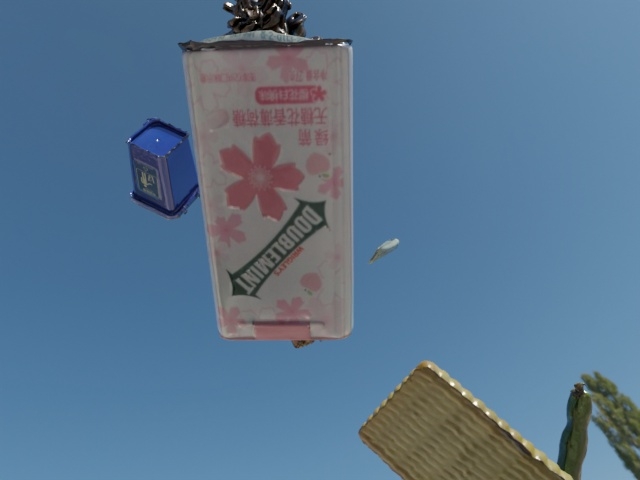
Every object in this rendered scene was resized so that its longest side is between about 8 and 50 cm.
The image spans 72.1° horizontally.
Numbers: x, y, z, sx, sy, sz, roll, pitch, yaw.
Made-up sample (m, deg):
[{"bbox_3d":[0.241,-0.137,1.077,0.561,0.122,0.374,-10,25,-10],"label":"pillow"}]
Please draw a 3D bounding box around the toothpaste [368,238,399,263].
[{"bbox_3d":[0.199,0.025,1.347,0.216,0.037,0.062,-24,-35,-59],"label":"toothpaste"}]

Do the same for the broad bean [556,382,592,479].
[{"bbox_3d":[0.471,0.389,0.822,0.065,0.046,0.255,10,-90,-46],"label":"broad bean"}]

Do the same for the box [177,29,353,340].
[{"bbox_3d":[-0.052,-0.058,0.549,0.190,0.112,0.370,0,-70,1],"label":"box"}]

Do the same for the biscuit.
[{"bbox_3d":[0.185,0.280,0.543,0.029,0.254,0.172,-27,-27,-57],"label":"biscuit"}]

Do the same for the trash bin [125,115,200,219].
[{"bbox_3d":[-0.410,-0.195,1.171,0.162,0.184,0.235,24,-37,8],"label":"trash bin"}]

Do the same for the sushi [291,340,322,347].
[{"bbox_3d":[-0.018,0.163,0.817,0.118,0.060,0.062,-42,-31,-39],"label":"sushi"}]

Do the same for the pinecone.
[{"bbox_3d":[-0.116,-0.450,1.030,0.243,0.244,0.257,-12,-34,-7],"label":"pinecone"}]
